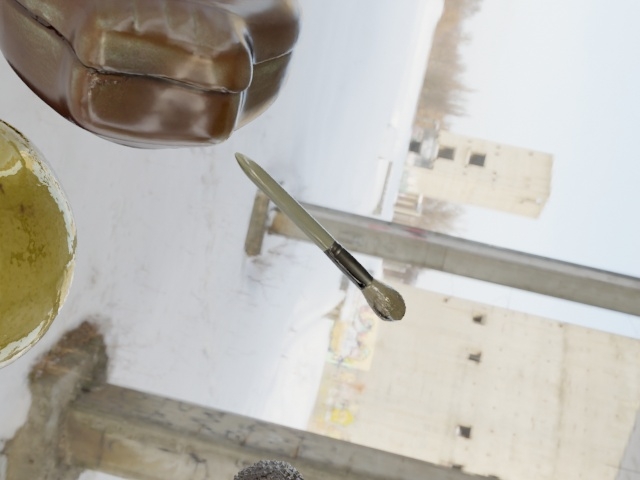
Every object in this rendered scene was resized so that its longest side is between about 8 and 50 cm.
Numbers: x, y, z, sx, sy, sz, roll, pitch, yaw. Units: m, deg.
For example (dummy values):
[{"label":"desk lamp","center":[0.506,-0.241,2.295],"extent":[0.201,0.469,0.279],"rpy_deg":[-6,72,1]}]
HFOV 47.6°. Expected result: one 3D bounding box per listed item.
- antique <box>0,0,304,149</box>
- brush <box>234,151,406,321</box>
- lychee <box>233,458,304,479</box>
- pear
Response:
[{"label":"antique","center":[-0.127,-0.164,0.554],"extent":[0.278,0.223,0.129],"rpy_deg":[-112,-146,-45]},{"label":"brush","center":[0.000,0.000,0.899],"extent":[0.042,0.299,0.039],"rpy_deg":[-45,-165,7]},{"label":"lychee","center":[-0.041,0.210,0.583],"extent":[0.083,0.068,0.067],"rpy_deg":[-16,-91,67]},{"label":"pear","center":[-0.473,0.002,0.895],"extent":[0.348,0.348,0.348],"rpy_deg":[13,90,-85]}]
